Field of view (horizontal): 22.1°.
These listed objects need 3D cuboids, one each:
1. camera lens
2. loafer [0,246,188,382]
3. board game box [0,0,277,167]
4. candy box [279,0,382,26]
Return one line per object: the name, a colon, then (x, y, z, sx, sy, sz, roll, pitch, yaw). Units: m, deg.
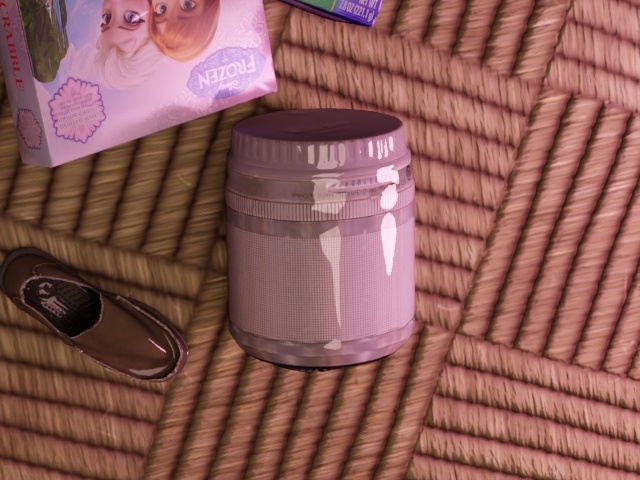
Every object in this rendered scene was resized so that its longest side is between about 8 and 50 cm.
camera lens: (0.000, 0.000, 1.889, 0.219, 0.219, 0.274, -5, 106, -13)
loafer: (-0.266, 0.101, 1.922, 0.251, 0.087, 0.094, 29, 96, -19)
board game box: (-0.208, -0.275, 1.773, 0.318, 0.066, 0.318, -23, 112, -36)
candy box: (-0.024, -0.416, 1.709, 0.268, 0.122, 0.317, 17, 94, -23)
